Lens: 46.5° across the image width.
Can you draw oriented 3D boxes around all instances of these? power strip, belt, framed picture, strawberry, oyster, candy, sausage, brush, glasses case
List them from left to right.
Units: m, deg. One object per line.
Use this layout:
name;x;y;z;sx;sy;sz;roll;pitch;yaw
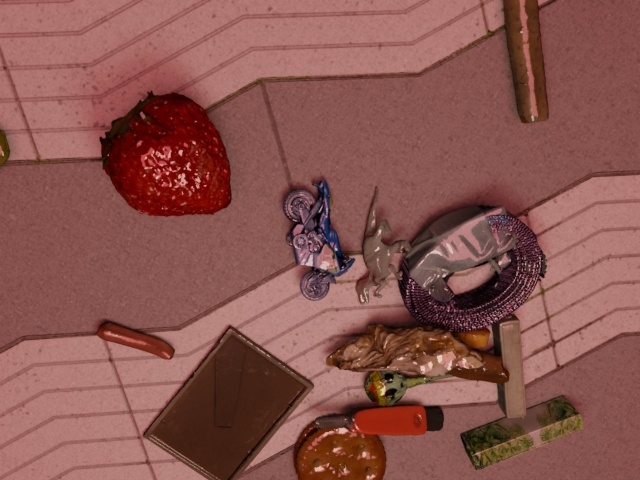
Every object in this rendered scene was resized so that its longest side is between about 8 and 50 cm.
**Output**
sausage;-0.410;0.224;1.656;0.176;0.047;0.040;20;88;-7
strawberry;-0.293;-0.156;1.495;0.257;0.257;0.277;-43;118;5
framed picture;-0.213;0.394;1.725;0.247;0.022;0.335;37;97;-11
brush;0.140;0.415;1.709;0.323;0.051;0.070;2;79;-19
oyster;0.183;0.241;1.646;0.341;0.166;0.110;-4;70;24
candy;0.250;0.319;1.732;0.305;0.083;0.091;-9;133;-11
belt;0.329;0.064;1.655;0.324;0.122;0.260;-26;110;4
power strip;0.439;0.291;1.734;0.052;0.078;0.272;-8;103;-2
glasses case;0.477;0.459;1.766;0.272;0.095;0.062;-21;108;0

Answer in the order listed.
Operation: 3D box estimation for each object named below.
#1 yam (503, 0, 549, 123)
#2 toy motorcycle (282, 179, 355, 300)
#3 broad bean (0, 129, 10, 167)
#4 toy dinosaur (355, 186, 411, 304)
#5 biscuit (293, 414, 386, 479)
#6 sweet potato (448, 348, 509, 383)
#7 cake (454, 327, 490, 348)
yam;0.431;-0.436;1.573;0.083;0.083;0.372;-9;102;-3
toy motorcycle;0.000;0.000;1.626;0.135;0.092;0.255;-13;94;-11
broad bean;-0.722;-0.199;1.517;0.174;0.082;0.124;24;101;-11
toy dinosaur;0.119;0.009;1.654;0.053;0.167;0.242;-8;80;-45
biscuit;0.046;0.520;1.755;0.220;0.066;0.221;-1;103;-6
sweet potato;0.316;0.274;1.708;0.243;0.077;0.077;12;103;21
cake;0.347;0.216;1.708;0.084;0.084;0.044;2;104;-6
